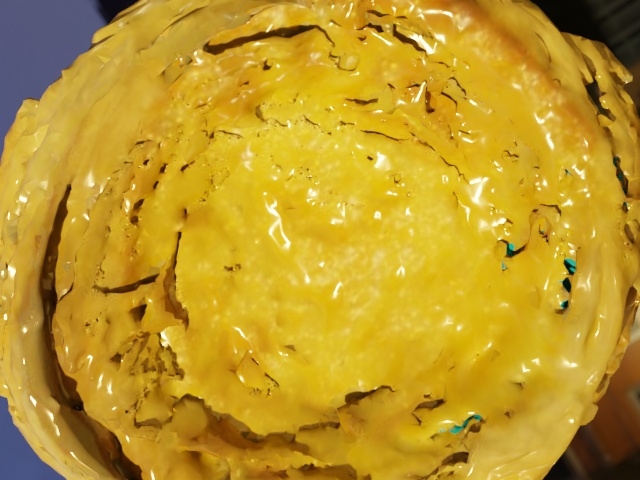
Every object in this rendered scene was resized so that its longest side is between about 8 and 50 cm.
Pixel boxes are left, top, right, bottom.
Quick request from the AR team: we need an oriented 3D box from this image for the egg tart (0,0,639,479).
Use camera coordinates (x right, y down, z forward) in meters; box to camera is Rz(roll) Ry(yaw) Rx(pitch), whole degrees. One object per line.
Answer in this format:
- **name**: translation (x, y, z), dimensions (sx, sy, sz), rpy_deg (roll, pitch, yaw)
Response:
- **egg tart**: translation (0.000, 0.000, 0.806), dimensions (0.291, 0.291, 0.107), rpy_deg (55, -178, -11)
